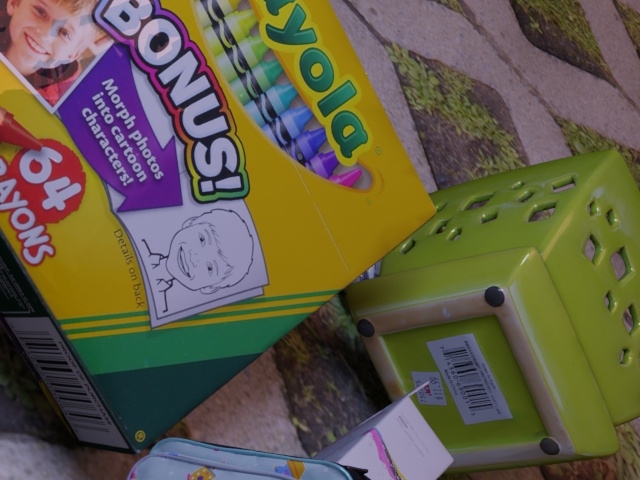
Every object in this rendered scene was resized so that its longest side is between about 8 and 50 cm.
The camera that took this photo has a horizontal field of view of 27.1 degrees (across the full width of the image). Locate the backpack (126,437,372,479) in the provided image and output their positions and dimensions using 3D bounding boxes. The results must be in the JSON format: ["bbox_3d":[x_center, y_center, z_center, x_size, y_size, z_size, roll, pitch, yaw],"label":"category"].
[{"bbox_3d":[-0.054,0.227,0.842,0.144,0.166,0.188,31,67,-64],"label":"backpack"}]

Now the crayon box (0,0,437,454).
[{"bbox_3d":[-0.122,-0.090,0.937,0.313,0.106,0.363,-37,108,-30],"label":"crayon box"}]

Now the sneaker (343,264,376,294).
[{"bbox_3d":[0.000,0.000,1.225,0.058,0.052,0.135,-11,62,-41],"label":"sneaker"}]

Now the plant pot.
[{"bbox_3d":[0.170,0.076,1.170,0.207,0.227,0.228,-40,110,-48],"label":"plant pot"}]

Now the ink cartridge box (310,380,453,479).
[{"bbox_3d":[0.024,0.192,1.026,0.067,0.115,0.198,54,36,2],"label":"ink cartridge box"}]
